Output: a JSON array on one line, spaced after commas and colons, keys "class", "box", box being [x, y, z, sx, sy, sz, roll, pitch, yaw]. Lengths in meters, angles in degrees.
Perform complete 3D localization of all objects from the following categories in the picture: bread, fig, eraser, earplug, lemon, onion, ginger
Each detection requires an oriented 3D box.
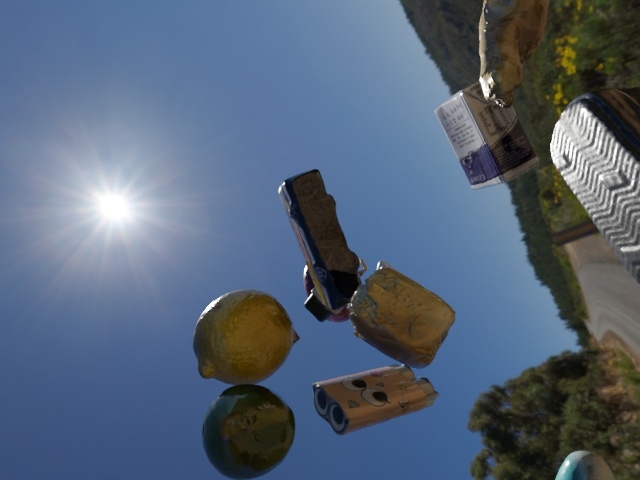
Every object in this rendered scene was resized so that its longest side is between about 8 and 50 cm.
[{"class": "bread", "box": [0.084, 0.090, 0.468, 0.106, 0.082, 0.125, 39, 165, 21]}, {"class": "fig", "box": [-0.145, 0.373, 0.843, 0.191, 0.181, 0.180, 68, -173, -65]}, {"class": "eraser", "box": [0.141, 0.404, 1.105, 0.291, 0.171, 0.087, -1, -75, -32]}, {"class": "earplug", "box": [0.618, 0.646, 0.977, 0.185, 0.185, 0.323, -10, -80, -60]}, {"class": "lemon", "box": [-0.189, 0.235, 1.034, 0.254, 0.228, 0.228, -13, -104, -50]}, {"class": "onion", "box": [0.033, 0.134, 1.249, 0.201, 0.201, 0.207, 11, -94, -55]}, {"class": "ginger", "box": [0.214, -0.222, 0.485, 0.096, 0.067, 0.165, 24, -103, -55]}]

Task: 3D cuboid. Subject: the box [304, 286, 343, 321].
[{"class": "box", "box": [0.021, 0.141, 1.050, 0.084, 0.069, 0.122, 45, -137, 7]}]

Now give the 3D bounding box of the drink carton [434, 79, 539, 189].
[{"class": "drink carton", "box": [0.370, -0.239, 0.966, 0.222, 0.102, 0.134, 62, 173, -4]}]

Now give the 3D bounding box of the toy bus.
[{"class": "toy bus", "box": [0.000, 0.000, 0.538, 0.058, 0.072, 0.171, -23, -85, -18]}]

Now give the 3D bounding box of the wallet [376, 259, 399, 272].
[{"class": "wallet", "box": [0.207, 0.147, 1.236, 0.032, 0.124, 0.183, 4, -156, -27]}]

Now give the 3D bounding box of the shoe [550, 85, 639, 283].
[{"class": "shoe", "box": [0.495, -0.059, 0.532, 0.171, 0.237, 0.383, 85, 171, -52]}]
